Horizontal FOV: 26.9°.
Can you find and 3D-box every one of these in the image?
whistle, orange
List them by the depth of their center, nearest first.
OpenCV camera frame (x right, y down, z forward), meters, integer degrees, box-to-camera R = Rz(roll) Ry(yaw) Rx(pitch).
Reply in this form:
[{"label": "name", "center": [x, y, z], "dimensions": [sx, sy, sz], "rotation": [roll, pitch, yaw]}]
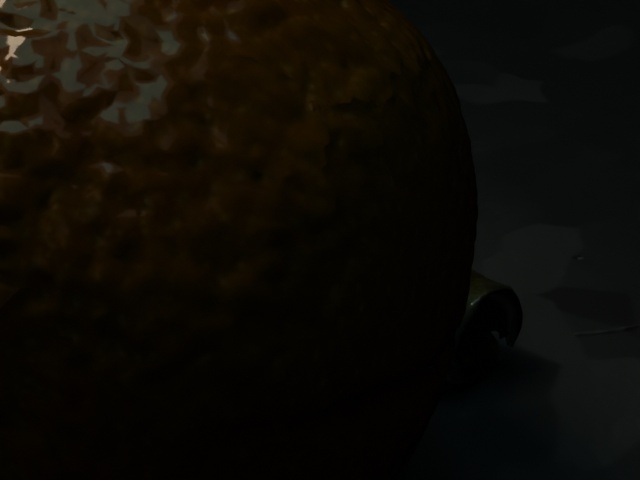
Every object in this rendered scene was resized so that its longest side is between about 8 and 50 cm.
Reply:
[{"label": "orange", "center": [-0.083, -0.007, 0.601], "dimensions": [0.322, 0.322, 0.357], "rotation": [4, 22, 12]}, {"label": "whistle", "center": [0.000, -0.001, 0.865], "dimensions": [0.068, 0.057, 0.326], "rotation": [-20, 32, -30]}]
